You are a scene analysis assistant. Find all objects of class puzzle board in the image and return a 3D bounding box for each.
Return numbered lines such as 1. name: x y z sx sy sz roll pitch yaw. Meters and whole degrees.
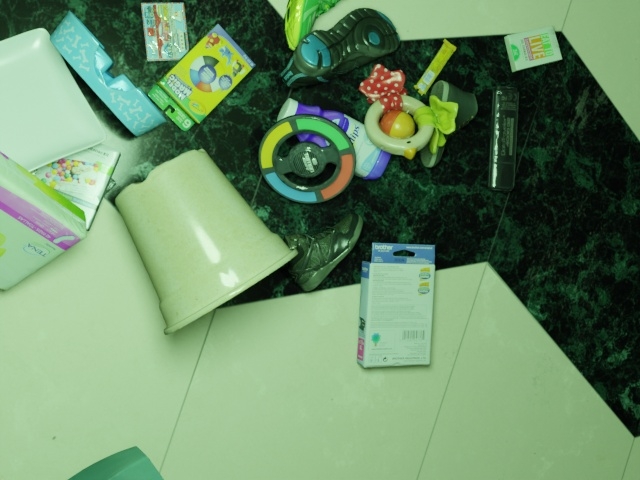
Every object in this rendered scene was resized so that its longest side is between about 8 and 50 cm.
1. puzzle board: -0.348 -0.470 1.742 0.097 0.011 0.128 -7 97 -20

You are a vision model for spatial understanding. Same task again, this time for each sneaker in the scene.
1. sneaker: 0.046 -0.455 1.841 0.341 0.140 0.125 -25 87 -36
2. sneaker: 0.001 -0.579 1.813 0.124 0.109 0.295 22 85 -16
3. sneaker: 0.000 0.000 1.861 0.227 0.087 0.130 -47 114 -6
4. sneaker: 0.332 -0.286 1.971 0.118 0.083 0.221 12 91 -24

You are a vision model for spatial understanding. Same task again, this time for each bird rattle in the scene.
1. bird rattle: 0.192 -0.298 1.835 0.254 0.143 0.207 33 62 6

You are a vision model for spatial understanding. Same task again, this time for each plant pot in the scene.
1. plant pot: -0.458 0.572 1.688 0.234 0.166 0.165 -36 105 -22
2. plant pot: -0.269 -0.014 1.661 0.334 0.334 0.305 -33 93 -16

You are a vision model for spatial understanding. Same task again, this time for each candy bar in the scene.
1. candy bar: 0.293 -0.443 1.980 0.040 0.018 0.161 36 81 -15

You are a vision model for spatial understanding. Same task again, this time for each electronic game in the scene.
1. electronic game: -0.031 -0.187 1.803 0.230 0.048 0.229 3 122 5

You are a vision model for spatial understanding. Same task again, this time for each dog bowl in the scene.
1. dog bowl: -0.451 -0.344 1.637 0.074 0.166 0.297 -40 106 -2

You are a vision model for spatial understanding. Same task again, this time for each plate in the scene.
1. plate: -0.629 -0.269 1.592 0.278 0.045 0.277 -30 91 -27

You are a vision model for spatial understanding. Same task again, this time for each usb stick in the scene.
1. usb stick: 0.483 -0.265 2.049 0.077 0.045 0.277 2 93 -14

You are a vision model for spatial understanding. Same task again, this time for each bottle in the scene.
1. bottle: 0.034 -0.248 1.855 0.283 0.092 0.118 26 83 -20

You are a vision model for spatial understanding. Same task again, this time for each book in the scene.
1. book: 0.567 -0.514 2.075 0.144 0.035 0.096 -17 95 -18

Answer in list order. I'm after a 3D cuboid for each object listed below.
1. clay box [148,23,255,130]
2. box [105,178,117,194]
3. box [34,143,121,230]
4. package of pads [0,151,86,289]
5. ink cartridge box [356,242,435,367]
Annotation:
1. clay box: -0.269 -0.365 1.753 0.127 0.053 0.222 45 77 -21
2. box: -0.500 -0.120 1.701 0.067 0.018 0.083 46 78 -17
3. box: -0.531 -0.132 1.660 0.145 0.038 0.186 22 80 -10
4. package of pads: -0.640 -0.041 1.510 0.229 0.101 0.296 -32 140 10
5. ink cartridge box: 0.192 0.160 1.957 0.186 0.065 0.310 2 95 -21
